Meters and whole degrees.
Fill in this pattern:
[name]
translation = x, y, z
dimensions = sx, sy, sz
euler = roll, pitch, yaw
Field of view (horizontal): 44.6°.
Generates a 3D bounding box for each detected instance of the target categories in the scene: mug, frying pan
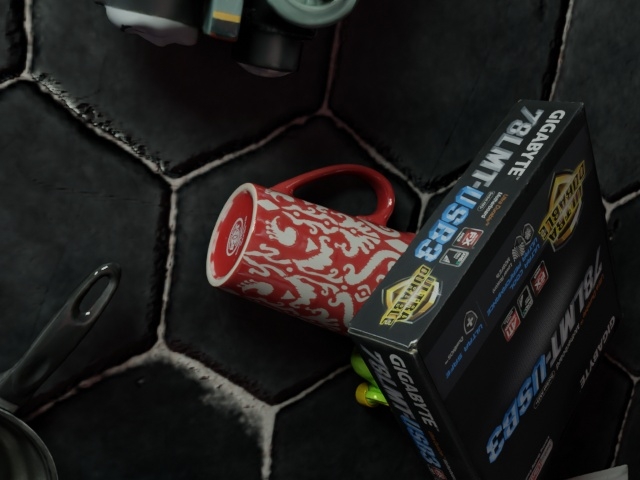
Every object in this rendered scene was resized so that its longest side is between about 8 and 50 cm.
[mug]
translation = -0.005, 0.007, 0.688
dimensions = 0.169, 0.150, 0.113
euler = 19, 135, -26
[frying pan]
translation = -0.294, 0.149, 0.610
dimensions = 0.197, 0.053, 0.326
euler = 12, 100, -29

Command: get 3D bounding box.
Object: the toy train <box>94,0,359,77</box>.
[toy train]
translation = -0.053, -0.287, 0.534
dimensions = 0.190, 0.142, 0.333
euler = 7, 107, -16

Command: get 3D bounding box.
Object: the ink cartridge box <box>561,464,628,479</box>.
[ink cartridge box]
translation = 0.321, 0.419, 1.022
dimensions = 0.189, 0.066, 0.232
euler = -4, 88, -25

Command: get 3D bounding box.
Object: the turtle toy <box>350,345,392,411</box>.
[turtle toy]
translation = 0.082, 0.139, 0.776
dimensions = 0.130, 0.095, 0.066
euler = 25, 74, -32

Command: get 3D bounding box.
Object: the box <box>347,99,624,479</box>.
[box]
translation = 0.176, 0.075, 0.711
dimensions = 0.295, 0.073, 0.293
euler = -50, 131, -28
